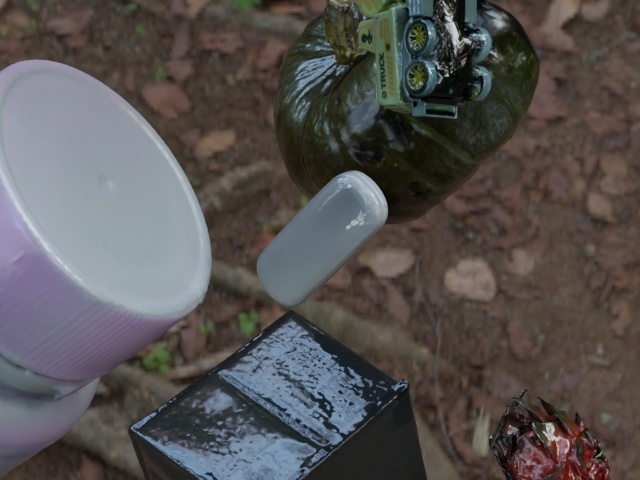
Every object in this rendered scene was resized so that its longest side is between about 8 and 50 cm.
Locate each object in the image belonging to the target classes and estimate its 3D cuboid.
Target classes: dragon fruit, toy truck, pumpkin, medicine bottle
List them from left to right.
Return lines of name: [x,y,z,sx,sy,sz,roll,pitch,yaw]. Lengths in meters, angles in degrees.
medicine bottle: [-0.264,0.041,1.082,0.325,0.256,0.256,-35,49,26]
pumpkin: [0.059,-0.144,1.613,0.242,0.325,0.232,41,63,-24]
toy truck: [0.088,-0.206,1.373,0.085,0.191,0.116,-2,1,-41]
dragon fruit: [0.253,0.238,1.648,0.142,0.130,0.121,36,58,19]

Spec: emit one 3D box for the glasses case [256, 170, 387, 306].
glasses case: [0.000,0.000,1.377,0.063,0.164,0.041,50,35,9]

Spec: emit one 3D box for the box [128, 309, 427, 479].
box: [-0.028,0.299,1.710,0.251,0.345,0.204,-36,47,-26]
